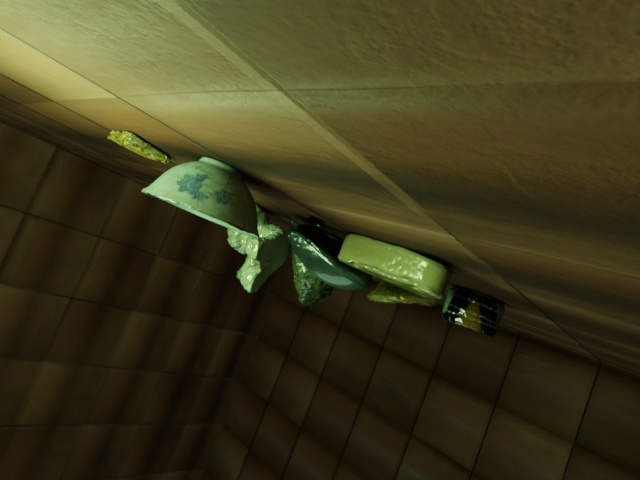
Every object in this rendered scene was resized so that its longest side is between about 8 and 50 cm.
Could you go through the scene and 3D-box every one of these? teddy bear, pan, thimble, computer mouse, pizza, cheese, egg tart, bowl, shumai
[{"bbox_3d":[-0.317,0.003,1.675,0.361,0.328,0.375,20,-156,19],"label":"teddy bear"},{"bbox_3d":[0.006,-0.050,1.362,0.115,0.024,0.068,23,175,17],"label":"pan"},{"bbox_3d":[0.598,0.282,1.663,0.237,0.150,0.237,21,177,1],"label":"thimble"},{"bbox_3d":[0.016,0.065,1.500,0.370,0.122,0.188,40,-161,10],"label":"computer mouse"},{"bbox_3d":[-0.525,-0.274,1.208,0.184,0.036,0.176,24,175,-22],"label":"pizza"},{"bbox_3d":[0.274,0.096,1.313,0.383,0.104,0.384,23,176,2],"label":"cheese"},{"bbox_3d":[0.366,0.217,1.833,0.340,0.133,0.341,4,174,0],"label":"egg tart"},{"bbox_3d":[-0.279,-0.127,1.082,0.312,0.146,0.313,22,177,1],"label":"bowl"},{"bbox_3d":[0.035,0.105,1.710,0.287,0.293,0.330,-8,163,2],"label":"shumai"}]

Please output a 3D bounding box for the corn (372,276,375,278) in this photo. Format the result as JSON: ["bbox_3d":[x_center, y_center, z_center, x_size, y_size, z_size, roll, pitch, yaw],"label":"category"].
[{"bbox_3d":[0.220,0.144,1.868,0.165,0.063,0.085,-19,-161,-3],"label":"corn"}]

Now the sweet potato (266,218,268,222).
[{"bbox_3d":[-0.376,-0.125,1.947,0.273,0.076,0.075,23,175,-3],"label":"sweet potato"}]
